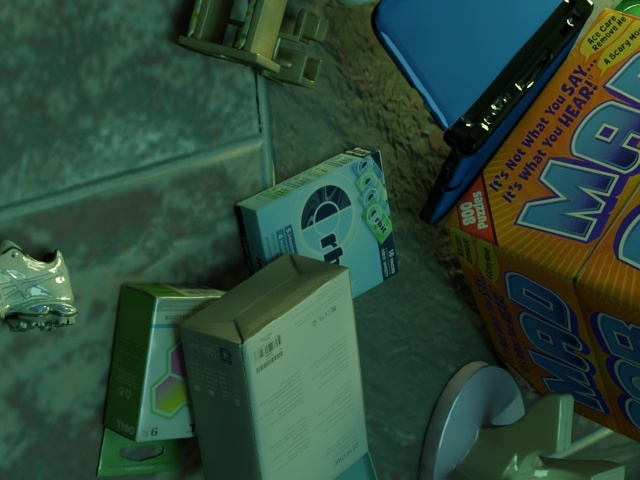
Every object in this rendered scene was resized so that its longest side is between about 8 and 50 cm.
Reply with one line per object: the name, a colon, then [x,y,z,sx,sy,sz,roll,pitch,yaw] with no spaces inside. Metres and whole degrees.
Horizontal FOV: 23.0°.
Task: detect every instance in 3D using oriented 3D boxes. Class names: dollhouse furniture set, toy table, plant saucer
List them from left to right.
dollhouse furniture set: [-0.054,-0.265,1.625,0.161,0.101,0.182,16,90,-68]
plant saucer: [0.050,0.335,1.905,0.067,0.018,0.192,-35,123,-30]
toy table: [0.241,0.301,1.971,0.252,0.161,0.274,-22,114,-36]

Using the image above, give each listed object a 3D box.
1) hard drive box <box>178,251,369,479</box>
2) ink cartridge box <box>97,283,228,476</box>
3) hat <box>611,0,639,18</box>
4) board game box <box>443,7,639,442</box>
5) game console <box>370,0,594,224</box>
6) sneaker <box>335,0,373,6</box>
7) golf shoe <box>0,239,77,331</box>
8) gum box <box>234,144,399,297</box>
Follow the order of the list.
hard drive box: [-0.043,0.158,1.651,0.181,0.089,0.232,-33,126,-43]
ink cartridge box: [-0.159,0.151,1.637,0.109,0.062,0.209,1,101,-43]
hat: [0.467,-0.226,2.014,0.208,0.183,0.173,-5,105,-41]
board game box: [0.423,0.011,1.870,0.356,0.356,0.356,-52,145,-19]
game console: [0.166,-0.209,1.804,0.293,0.173,0.250,-48,169,-33]
sneaker: [0.108,-0.423,1.674,0.366,0.135,0.150,-54,135,-17]
golf shoe: [-0.313,0.042,1.483,0.176,0.069,0.086,4,79,-45]
gum box: [0.000,0.000,1.753,0.184,0.041,0.157,-27,119,-35]
